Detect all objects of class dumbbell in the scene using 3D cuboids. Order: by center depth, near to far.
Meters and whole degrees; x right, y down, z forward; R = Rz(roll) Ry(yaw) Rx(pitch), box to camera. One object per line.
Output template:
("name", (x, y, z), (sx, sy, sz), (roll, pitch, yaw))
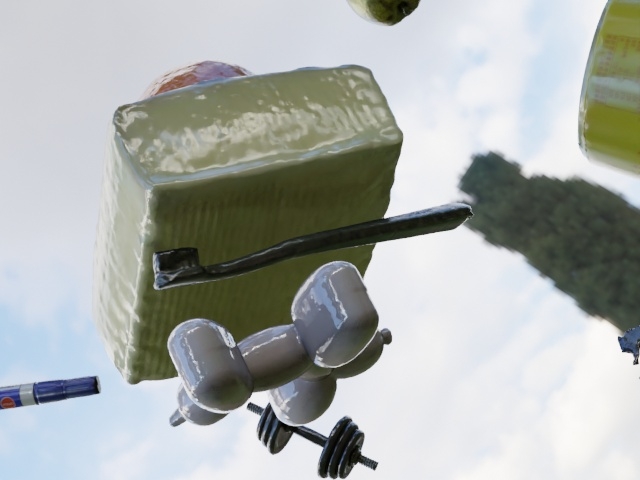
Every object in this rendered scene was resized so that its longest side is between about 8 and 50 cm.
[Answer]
("dumbbell", (-0.013, 0.278, 2.015), (0.099, 0.208, 0.099), (-57, -19, -31))

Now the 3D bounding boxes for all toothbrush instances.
("toothbrush", (0.000, 0.000, 1.151), (0.297, 0.030, 0.030), (-11, -91, -28))

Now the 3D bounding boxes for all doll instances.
("doll", (-0.021, 0.075, 0.887), (0.161, 0.059, 0.160), (-22, -20, -16))

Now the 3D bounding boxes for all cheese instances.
("cheese", (-0.070, -0.011, 1.236), (0.242, 0.124, 0.265), (-9, -38, -21))

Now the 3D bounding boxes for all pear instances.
("pear", (0.079, -0.332, 1.794), (0.107, 0.131, 0.107), (-26, -22, -12))

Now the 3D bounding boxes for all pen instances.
("pen", (-0.305, 0.150, 1.331), (0.025, 0.204, 0.025), (-9, -90, -81))

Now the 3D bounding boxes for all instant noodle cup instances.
("instant noodle cup", (0.330, -0.108, 1.075), (0.215, 0.236, 0.215), (-46, -36, -50))

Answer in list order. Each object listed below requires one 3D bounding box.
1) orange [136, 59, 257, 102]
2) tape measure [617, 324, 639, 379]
("orange", (-0.126, -0.080, 1.467), (0.224, 0.170, 0.224), (7, -90, -71))
("tape measure", (0.463, 0.151, 1.401), (0.265, 0.130, 0.258), (-19, -49, 20))
